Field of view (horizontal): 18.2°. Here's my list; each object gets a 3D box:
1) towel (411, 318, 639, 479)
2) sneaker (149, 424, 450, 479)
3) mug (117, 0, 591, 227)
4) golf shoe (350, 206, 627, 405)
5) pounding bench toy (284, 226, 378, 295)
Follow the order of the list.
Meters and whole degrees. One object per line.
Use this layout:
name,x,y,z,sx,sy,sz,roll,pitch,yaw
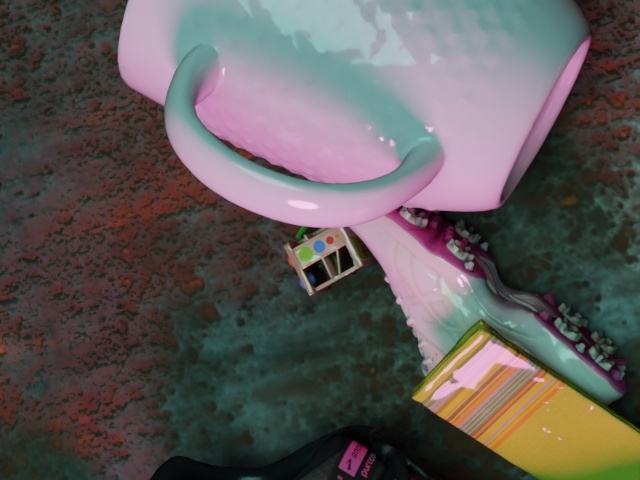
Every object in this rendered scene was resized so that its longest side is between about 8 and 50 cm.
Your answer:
towel,0.198,0.160,1.682,0.237,0.021,0.102,33,125,-13
sneaker,0.058,0.268,1.699,0.483,0.185,0.202,-2,125,17
mug,0.021,-0.146,1.623,0.328,0.374,0.276,28,136,9
golf shoe,0.115,0.069,1.732,0.306,0.115,0.140,40,109,12
pounding bench toy,0.000,0.000,1.795,0.065,0.052,0.083,-29,84,18
